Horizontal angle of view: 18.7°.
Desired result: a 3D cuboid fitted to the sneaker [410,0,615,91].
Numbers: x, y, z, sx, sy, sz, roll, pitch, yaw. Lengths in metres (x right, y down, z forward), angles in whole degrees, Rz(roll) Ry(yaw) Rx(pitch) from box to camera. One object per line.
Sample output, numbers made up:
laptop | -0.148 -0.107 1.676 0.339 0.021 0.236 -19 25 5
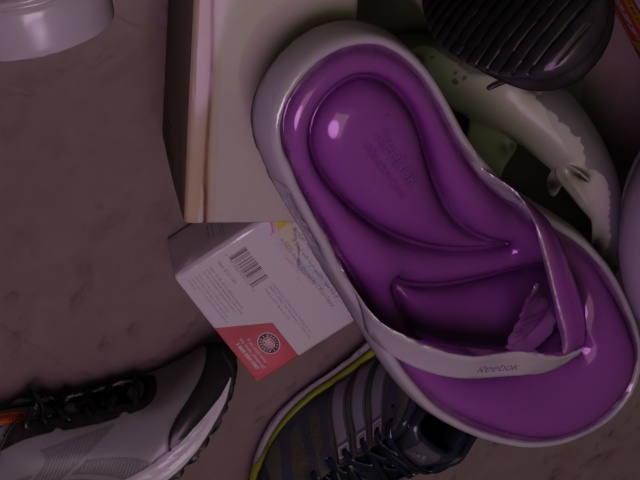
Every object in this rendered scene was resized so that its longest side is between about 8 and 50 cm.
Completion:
sneaker | 0.129 -0.162 1.250 0.122 0.330 0.146 -46 120 9

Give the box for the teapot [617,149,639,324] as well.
teapot | 0.307 -0.014 1.399 0.256 0.187 0.252 -49 126 2

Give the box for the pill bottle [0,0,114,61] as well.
pill bottle | -0.209 -0.240 1.259 0.131 0.131 0.229 -14 117 -4

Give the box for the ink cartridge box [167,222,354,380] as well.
ink cartridge box | 0.000 0.000 1.449 0.198 0.067 0.115 -32 117 8

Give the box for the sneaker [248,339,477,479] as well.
sneaker | 0.049 0.146 1.497 0.111 0.121 0.300 32 106 -22

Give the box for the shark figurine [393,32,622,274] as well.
shark figurine | 0.179 -0.074 1.433 0.166 0.116 0.278 -23 114 40

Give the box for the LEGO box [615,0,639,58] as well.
LEGO box | 0.278 -0.368 1.169 0.372 0.193 0.500 -28 99 3

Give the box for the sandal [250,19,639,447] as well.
sandal | 0.097 0.026 1.309 0.169 0.102 0.416 -47 125 -1

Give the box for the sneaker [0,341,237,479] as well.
sneaker | -0.184 0.152 1.474 0.271 0.100 0.108 -31 112 5

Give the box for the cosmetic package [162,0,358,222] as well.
cosmetic package | -0.040 -0.181 1.303 0.113 0.160 0.309 -1 115 -10
